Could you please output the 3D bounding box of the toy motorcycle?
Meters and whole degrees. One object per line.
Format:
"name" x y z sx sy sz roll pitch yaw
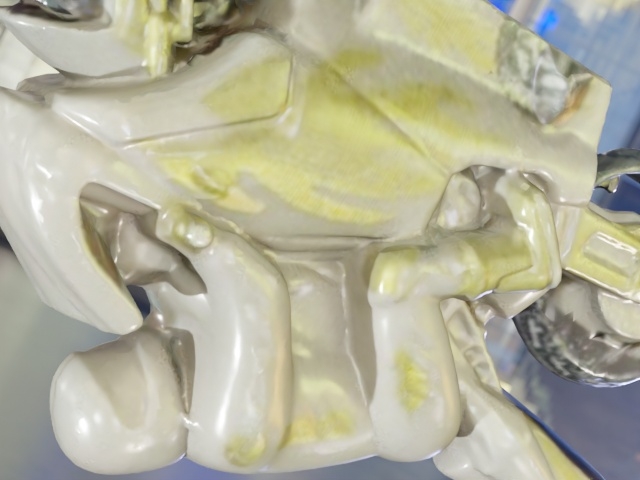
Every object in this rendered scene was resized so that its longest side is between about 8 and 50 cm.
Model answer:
"toy motorcycle" 0.000 0.000 0.660 0.340 0.223 0.108 31 -5 -27
